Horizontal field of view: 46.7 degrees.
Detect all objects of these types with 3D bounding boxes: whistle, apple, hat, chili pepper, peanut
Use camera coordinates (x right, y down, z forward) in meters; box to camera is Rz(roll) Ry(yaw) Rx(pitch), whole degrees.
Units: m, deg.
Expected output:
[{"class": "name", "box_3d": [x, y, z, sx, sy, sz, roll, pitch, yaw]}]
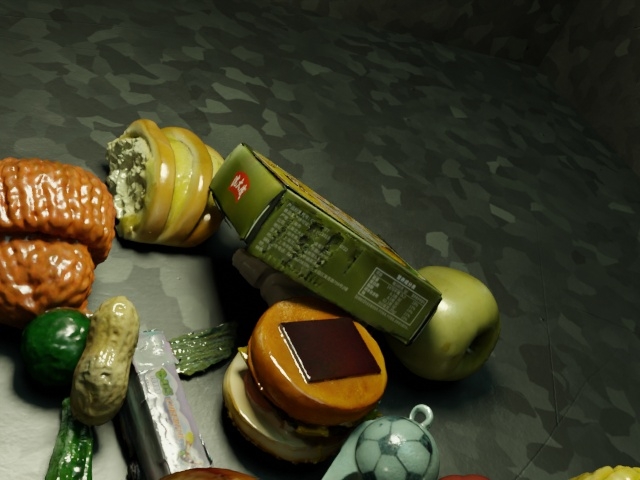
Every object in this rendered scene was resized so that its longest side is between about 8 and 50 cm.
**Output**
[{"class": "whistle", "box_3d": [0.103, 0.396, 1.231, 0.163, 0.163, 0.290, 34, 71, 8]}, {"class": "apple", "box_3d": [0.262, 0.177, 1.622, 0.262, 0.262, 0.262, 17, 37, -14]}, {"class": "hat", "box_3d": [-0.512, 0.072, 1.330, 0.285, 0.285, 0.400, 5, 69, -28]}, {"class": "chili pepper", "box_3d": [-0.398, 0.334, 1.168, 0.088, 0.059, 0.227, 15, 36, -27]}, {"class": "peanut", "box_3d": [-0.343, 0.193, 1.197, 0.099, 0.099, 0.214, 19, 73, -12]}]

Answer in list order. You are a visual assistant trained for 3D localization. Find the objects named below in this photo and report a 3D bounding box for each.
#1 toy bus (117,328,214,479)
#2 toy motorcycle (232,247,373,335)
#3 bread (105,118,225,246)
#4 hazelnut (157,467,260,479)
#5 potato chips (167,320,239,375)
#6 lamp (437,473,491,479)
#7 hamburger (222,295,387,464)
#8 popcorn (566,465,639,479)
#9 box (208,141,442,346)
[{"class": "toy bus", "box_3d": [-0.272, 0.293, 1.232, 0.112, 0.138, 0.317, -2, 46, -34]}, {"class": "toy motorcycle", "box_3d": [-0.044, 0.126, 1.610, 0.340, 0.108, 0.223, 41, 31, 6]}, {"class": "bread", "box_3d": [-0.330, -0.138, 1.666, 0.270, 0.211, 0.316, 6, 44, -29]}, {"class": "hazelnut", "box_3d": [-0.137, 0.477, 0.972, 0.372, 0.315, 0.372, 21, 57, -38]}, {"class": "potato chips", "box_3d": [-0.230, 0.215, 1.450, 0.207, 0.028, 0.092, -14, 53, -40]}, {"class": "lamp", "box_3d": [0.247, 0.509, 1.245, 0.226, 0.227, 0.227, 17, 37, -14]}, {"class": "hamburger", "box_3d": [-0.031, 0.258, 1.351, 0.291, 0.225, 0.291, 19, 34, -13]}, {"class": "popcorn", "box_3d": [0.523, 0.580, 1.288, 0.349, 0.349, 0.382, -33, 92, -50]}, {"class": "box", "box_3d": [0.000, 0.000, 1.501, 0.420, 0.138, 0.373, 34, 7, -26]}]
